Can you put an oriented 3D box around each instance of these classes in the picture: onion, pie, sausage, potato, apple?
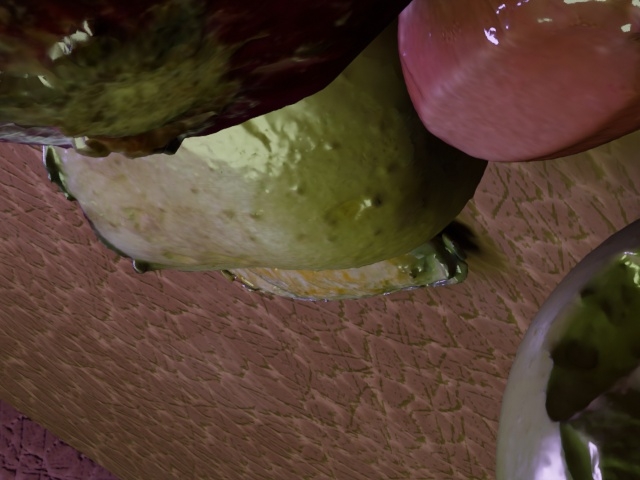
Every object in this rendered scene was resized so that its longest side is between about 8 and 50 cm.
[{"bbox_3d":[-0.103,-0.235,0.822,0.348,0.347,0.385,112,149,-70],"label":"onion"},{"bbox_3d":[0.000,0.000,1.452,0.128,0.068,0.282,45,156,-18],"label":"pie"},{"bbox_3d":[0.117,-0.113,0.886,0.148,0.148,0.254,42,156,-10],"label":"sausage"},{"bbox_3d":[-0.015,-0.082,1.084,0.242,0.242,0.285,21,154,40],"label":"potato"},{"bbox_3d":[0.223,0.112,1.053,0.279,0.279,0.279,34,160,14],"label":"apple"}]
